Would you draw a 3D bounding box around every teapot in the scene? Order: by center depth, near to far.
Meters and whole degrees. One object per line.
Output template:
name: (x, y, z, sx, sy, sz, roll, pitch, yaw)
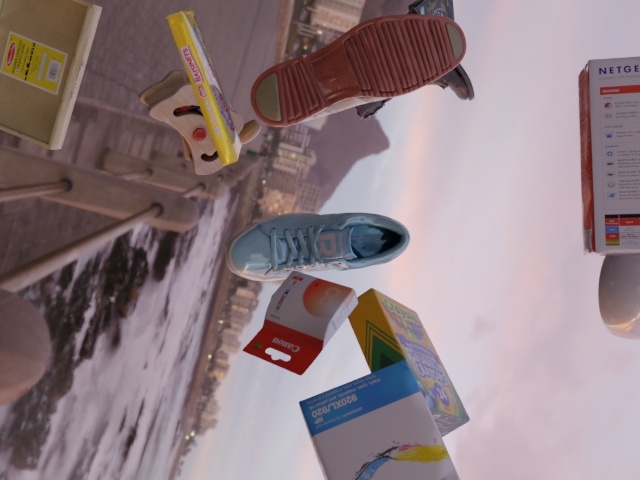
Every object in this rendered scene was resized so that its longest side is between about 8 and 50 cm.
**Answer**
teapot: (0.780, 0.117, 1.474, 0.187, 0.256, 0.252, 1, -96, 44)

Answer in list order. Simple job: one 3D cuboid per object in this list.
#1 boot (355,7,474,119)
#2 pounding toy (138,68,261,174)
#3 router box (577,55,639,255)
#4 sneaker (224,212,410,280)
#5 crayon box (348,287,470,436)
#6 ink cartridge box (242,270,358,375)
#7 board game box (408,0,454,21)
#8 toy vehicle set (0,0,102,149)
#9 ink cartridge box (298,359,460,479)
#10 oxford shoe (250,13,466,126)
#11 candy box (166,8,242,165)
boot: (0.172, -0.333, 1.322, 0.229, 0.263, 0.091, -38, -150, 21)
pounding toy: (-0.263, -0.248, 1.321, 0.154, 0.270, 0.155, -49, -133, 11)
router box: (0.579, -0.129, 0.955, 0.082, 0.336, 0.300, 17, 73, -79)
sneaker: (0.000, 0.000, 1.216, 0.150, 0.366, 0.135, 157, -77, -77)
crayon box: (0.166, 0.230, 1.294, 0.083, 0.203, 0.322, -38, -128, 18)
ink cartridge box: (-0.041, 0.139, 1.114, 0.179, 0.146, 0.045, -47, 135, -33)
board game box: (0.259, -0.473, 1.432, 0.126, 0.026, 0.186, -41, 138, -23)
toy vehicle set: (-0.504, -0.313, 1.109, 0.035, 0.166, 0.266, -53, 166, -76)
ink cartridge box: (0.089, 0.323, 0.905, 0.171, 0.168, 0.232, 88, -20, -67)
oxford shoe: (0.067, -0.317, 1.168, 0.146, 0.398, 0.140, -76, 152, -81)
candy box: (-0.156, -0.213, 0.873, 0.105, 0.027, 0.205, -91, 164, -68)
